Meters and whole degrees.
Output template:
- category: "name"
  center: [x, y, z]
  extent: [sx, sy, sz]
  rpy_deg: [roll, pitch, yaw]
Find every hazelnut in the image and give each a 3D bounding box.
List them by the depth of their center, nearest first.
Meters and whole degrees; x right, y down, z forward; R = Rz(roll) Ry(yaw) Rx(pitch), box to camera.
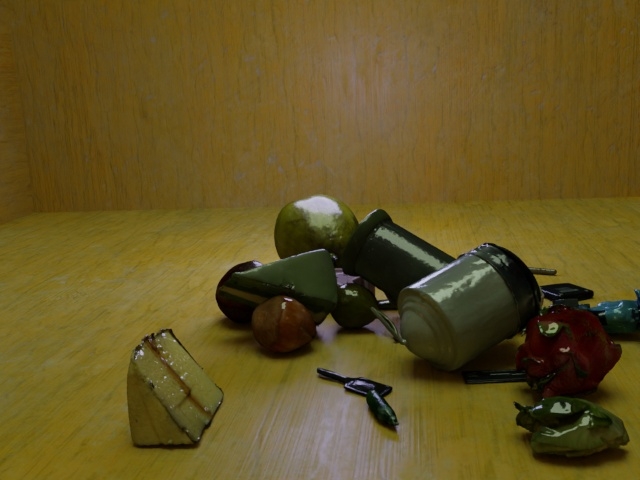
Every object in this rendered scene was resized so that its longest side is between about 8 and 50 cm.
- category: "hazelnut"
  center: [-0.085, 0.203, 1.802]
  extent: [0.150, 0.150, 0.150]
  rpy_deg: [-3, 12, 1]
- category: "hazelnut"
  center: [-0.203, 0.140, 2.035]
  extent: [0.178, 0.178, 0.204]
  rpy_deg: [-9, 4, -27]

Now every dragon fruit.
- category: "dragon fruit"
  center: [0.482, 0.223, 1.520]
  extent: [0.200, 0.198, 0.269]
  rpy_deg: [-30, 14, -2]

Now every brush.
- category: "brush"
  center: [0.063, 0.300, 1.582]
  extent: [0.193, 0.016, 0.063]
  rpy_deg: [8, 16, 41]

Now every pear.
- category: "pear"
  center: [0.000, 0.000, 2.423]
  extent: [0.287, 0.287, 0.375]
  rpy_deg: [-6, 21, -14]

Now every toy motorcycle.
- category: "toy motorcycle"
  center: [0.682, 0.186, 1.774]
  extent: [0.272, 0.123, 0.182]
  rpy_deg: [-3, -10, -9]

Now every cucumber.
- category: "cucumber"
  center: [0.116, 0.322, 1.428]
  extent: [0.037, 0.037, 0.155]
  rpy_deg: [-6, 12, -13]

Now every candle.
- category: "candle"
  center: [0.306, 0.161, 1.644]
  extent: [0.342, 0.221, 0.221]
  rpy_deg: [-28, 22, -22]

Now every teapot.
- category: "teapot"
  center: [0.240, 0.103, 1.932]
  extent: [0.337, 0.270, 0.200]
  rpy_deg: [32, 53, 25]

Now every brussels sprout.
- category: "brussels sprout"
  center: [0.429, 0.315, 1.272]
  extent: [0.181, 0.100, 0.139]
  rpy_deg: [-10, -10, 18]

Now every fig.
- category: "fig"
  center: [0.122, 0.188, 1.896]
  extent: [0.124, 0.124, 0.236]
  rpy_deg: [-14, 27, -41]

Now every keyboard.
- category: "keyboard"
  center: [0.382, 0.289, 1.579]
  extent: [0.155, 0.010, 0.053]
  rpy_deg: [-2, 13, 1]

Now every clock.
- category: "clock"
  center: [0.025, 0.145, 2.131]
  extent: [0.275, 0.080, 0.290]
  rpy_deg: [-7, 8, -16]

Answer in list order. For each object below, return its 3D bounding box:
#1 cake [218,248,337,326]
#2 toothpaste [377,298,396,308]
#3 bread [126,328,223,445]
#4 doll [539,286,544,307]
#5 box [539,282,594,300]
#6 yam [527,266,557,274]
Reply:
- category: "cake"
  center: [-0.107, 0.091, 1.903]
  extent: [0.284, 0.172, 0.158]
  rpy_deg: [17, -36, -15]
- category: "toothpaste"
  center: [0.239, 0.177, 2.085]
  extent: [0.204, 0.031, 0.049]
  rpy_deg: [-3, 10, 13]
- category: "bread"
  center: [-0.279, 0.267, 1.438]
  extent: [0.135, 0.178, 0.240]
  rpy_deg: [-3, 10, 8]
- category: "doll"
  center: [0.494, 0.165, 1.940]
  extent: [0.160, 0.094, 0.365]
  rpy_deg: [6, 15, 24]
- category: "box"
  center: [0.698, 0.147, 2.130]
  extent: [0.126, 0.027, 0.125]
  rpy_deg: [-7, 12, -19]
- category: "yam"
  center: [0.698, 0.097, 2.373]
  extent: [0.116, 0.021, 0.021]
  rpy_deg: [4, 14, 29]
